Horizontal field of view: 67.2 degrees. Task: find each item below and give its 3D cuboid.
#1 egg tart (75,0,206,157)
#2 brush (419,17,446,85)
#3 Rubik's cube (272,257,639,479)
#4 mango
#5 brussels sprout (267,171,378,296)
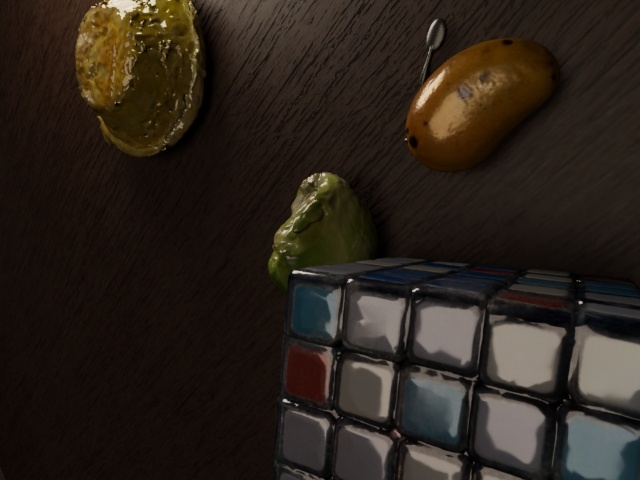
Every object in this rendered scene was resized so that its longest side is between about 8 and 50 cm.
[{"bbox_3d":[-0.347,-0.323,0.884,0.341,0.132,0.342,4,97,35],"label":"egg tart"},{"bbox_3d":[0.141,-0.240,0.616,0.024,0.008,0.084,24,110,30],"label":"brush"},{"bbox_3d":[0.145,0.174,0.471,0.292,0.286,0.292,4,92,29],"label":"Rubik's cube"},{"bbox_3d":[0.175,-0.158,0.554,0.115,0.090,0.178,48,118,9],"label":"mango"},{"bbox_3d":[0.006,0.005,0.672,0.131,0.145,0.183,-14,44,60],"label":"brussels sprout"}]
